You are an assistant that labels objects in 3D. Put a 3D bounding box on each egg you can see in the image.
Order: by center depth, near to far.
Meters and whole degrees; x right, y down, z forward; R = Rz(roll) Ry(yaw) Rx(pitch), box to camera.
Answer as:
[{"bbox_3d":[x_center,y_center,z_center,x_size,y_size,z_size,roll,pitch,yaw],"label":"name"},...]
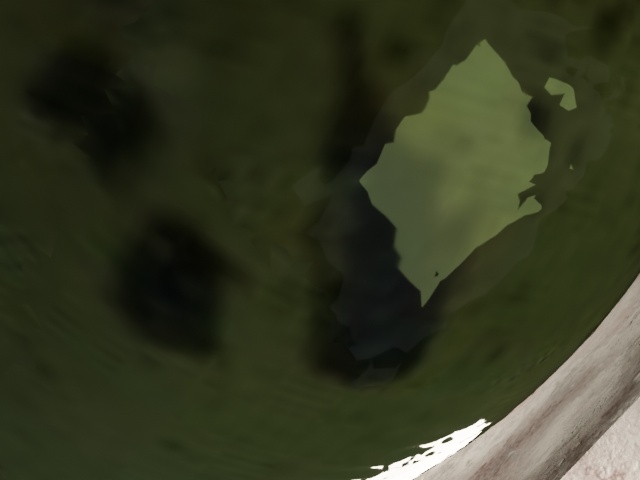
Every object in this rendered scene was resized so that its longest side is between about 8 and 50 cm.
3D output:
[{"bbox_3d":[-0.027,-0.066,0.529,0.345,0.345,0.428,-11,130,-52],"label":"egg"}]
